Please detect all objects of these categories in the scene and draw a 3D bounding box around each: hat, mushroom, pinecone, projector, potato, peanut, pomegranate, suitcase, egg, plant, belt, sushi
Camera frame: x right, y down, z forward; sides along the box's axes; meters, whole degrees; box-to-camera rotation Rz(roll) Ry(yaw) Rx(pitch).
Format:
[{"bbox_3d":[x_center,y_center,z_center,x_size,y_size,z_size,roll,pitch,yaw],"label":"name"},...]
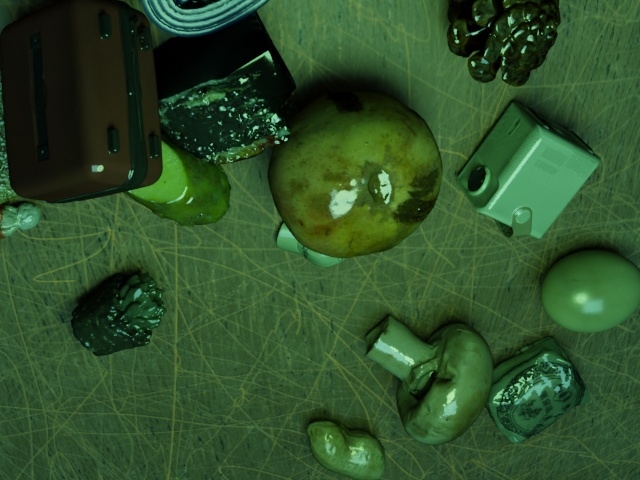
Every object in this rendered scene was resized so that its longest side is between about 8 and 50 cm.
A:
[{"bbox_3d":[-0.600,-0.039,1.541,0.162,0.094,0.112,0,138,-20],"label":"hat"},{"bbox_3d":[0.235,0.307,1.912,0.290,0.292,0.292,28,117,-11],"label":"mushroom"},{"bbox_3d":[0.309,-0.375,1.429,0.202,0.201,0.229,-22,132,-1],"label":"pinecone"},{"bbox_3d":[-0.005,-0.004,1.724,0.166,0.081,0.122,10,122,-8],"label":"hat"},{"bbox_3d":[0.403,-0.129,1.666,0.177,0.163,0.242,21,117,-25],"label":"projector"},{"bbox_3d":[-0.289,-0.120,1.496,0.298,0.176,0.141,27,87,-33],"label":"potato"},{"bbox_3d":[0.066,0.528,2.120,0.253,0.122,0.137,24,118,-23],"label":"peanut"},{"bbox_3d":[0.062,-0.121,1.515,0.322,0.322,0.322,-7,128,-9],"label":"pomegranate"},{"bbox_3d":[-0.373,-0.213,1.299,0.236,0.297,0.161,-9,175,34],"label":"suitcase"},{"bbox_3d":[0.616,0.113,1.887,0.241,0.186,0.186,-9,129,-9],"label":"egg"},{"bbox_3d":[-0.402,0.150,1.709,0.194,0.129,0.132,-26,131,12],"label":"plant"},{"bbox_3d":[-0.142,-0.475,1.297,0.347,0.117,0.212,-36,127,17],"label":"belt"},{"bbox_3d":[-0.154,-0.240,1.410,0.227,0.215,0.212,-30,128,9],"label":"sushi"}]

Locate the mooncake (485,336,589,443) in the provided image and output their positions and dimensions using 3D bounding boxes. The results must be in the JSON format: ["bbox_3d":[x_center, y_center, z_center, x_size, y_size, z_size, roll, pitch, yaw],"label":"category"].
[{"bbox_3d":[0.538,0.387,2.115,0.250,0.136,0.254,-31,128,6],"label":"mooncake"}]

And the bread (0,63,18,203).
[{"bbox_3d":[-0.562,-0.188,1.424,0.184,0.110,0.234,-24,131,1],"label":"bread"}]
